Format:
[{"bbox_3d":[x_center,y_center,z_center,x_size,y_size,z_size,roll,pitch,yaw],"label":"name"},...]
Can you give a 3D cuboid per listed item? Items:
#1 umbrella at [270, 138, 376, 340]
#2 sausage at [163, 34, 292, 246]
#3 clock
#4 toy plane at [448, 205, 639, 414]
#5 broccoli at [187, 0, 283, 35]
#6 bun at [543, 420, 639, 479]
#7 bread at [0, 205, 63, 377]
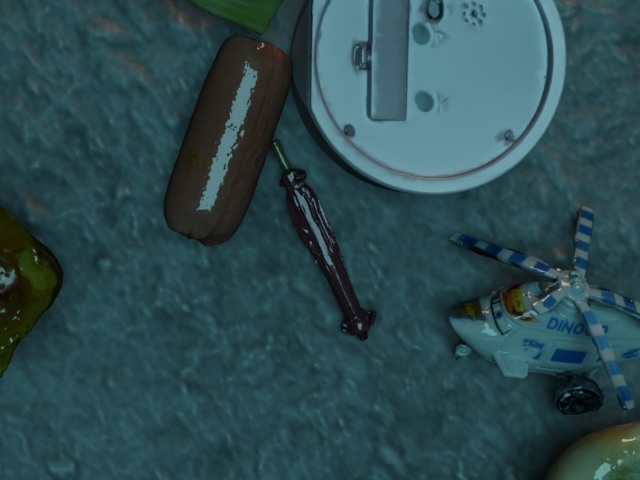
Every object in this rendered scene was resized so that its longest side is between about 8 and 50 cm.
[{"bbox_3d":[0.000,0.000,1.047,0.027,0.025,0.165,-28,99,-25],"label":"umbrella"},{"bbox_3d":[-0.068,-0.072,1.015,0.062,0.062,0.154,19,90,-8],"label":"sausage"},{"bbox_3d":[0.078,-0.132,1.030,0.196,0.068,0.197,0,92,-8],"label":"clock"},{"bbox_3d":[0.231,0.068,1.064,0.273,0.107,0.182,-3,49,-26],"label":"toy plane"},{"bbox_3d":[-0.177,-0.265,0.940,0.361,0.252,0.221,10,125,-42],"label":"broccoli"},{"bbox_3d":[0.221,0.209,1.048,0.183,0.102,0.183,-6,105,-22],"label":"bun"},{"bbox_3d":[-0.363,-0.028,0.947,0.380,0.109,0.185,39,81,-6],"label":"bread"}]
